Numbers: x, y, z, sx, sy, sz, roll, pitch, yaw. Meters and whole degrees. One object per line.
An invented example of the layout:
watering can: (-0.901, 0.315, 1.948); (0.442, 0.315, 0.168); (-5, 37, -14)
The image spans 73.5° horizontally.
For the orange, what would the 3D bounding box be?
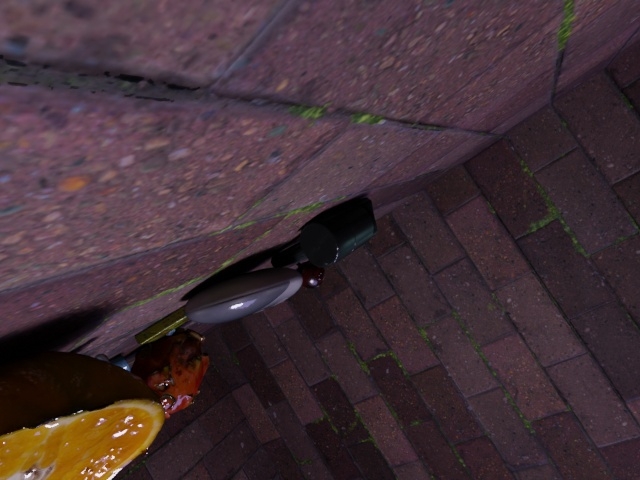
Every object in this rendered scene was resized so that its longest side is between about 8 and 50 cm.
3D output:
orange: (-0.366, 0.269, 0.555); (0.310, 0.274, 0.274); (21, 145, -25)

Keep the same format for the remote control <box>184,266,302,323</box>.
remote control: (-0.179, 0.130, 1.046); (0.221, 0.103, 0.332); (-20, 174, 28)

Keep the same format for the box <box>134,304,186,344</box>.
box: (-0.377, 0.206, 1.127); (0.193, 0.030, 0.121); (-32, 175, -7)

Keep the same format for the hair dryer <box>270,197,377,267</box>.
hair dryer: (0.000, 0.000, 1.145); (0.302, 0.116, 0.244); (-21, -177, 41)

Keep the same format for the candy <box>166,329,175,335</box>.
candy: (-0.472, 0.285, 1.354); (0.030, 0.020, 0.083); (-29, 172, -36)

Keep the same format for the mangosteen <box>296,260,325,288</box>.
mangosteen: (-0.028, 0.093, 1.179); (0.081, 0.081, 0.081); (-32, 175, -3)

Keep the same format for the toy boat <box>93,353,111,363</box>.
toy boat: (-0.446, 0.267, 0.810); (0.115, 0.114, 0.262); (-35, 178, -27)

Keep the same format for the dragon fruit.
dragon fruit: (-0.507, 0.438, 1.419); (0.250, 0.315, 0.250); (2, 149, 1)

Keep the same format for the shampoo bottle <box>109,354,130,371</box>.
shampoo bottle: (-0.665, 0.413, 1.189); (0.258, 0.061, 0.104); (-29, 173, -32)
